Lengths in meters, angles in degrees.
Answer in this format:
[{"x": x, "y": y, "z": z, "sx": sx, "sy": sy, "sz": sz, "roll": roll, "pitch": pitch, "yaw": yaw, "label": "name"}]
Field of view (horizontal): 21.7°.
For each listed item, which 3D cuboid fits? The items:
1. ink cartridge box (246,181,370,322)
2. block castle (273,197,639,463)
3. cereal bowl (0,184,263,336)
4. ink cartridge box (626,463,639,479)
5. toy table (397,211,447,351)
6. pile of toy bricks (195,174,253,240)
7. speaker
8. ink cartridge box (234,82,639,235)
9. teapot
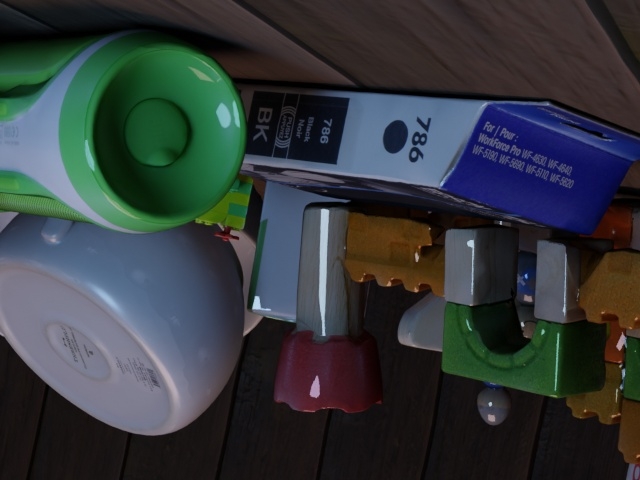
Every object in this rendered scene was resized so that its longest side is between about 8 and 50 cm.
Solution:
[{"x": 0.000, "y": 0.000, "z": 1.556, "sx": 0.092, "sy": 0.160, "sz": 0.219, "roll": 9, "pitch": 177, "yaw": 5, "label": "ink cartridge box"}, {"x": 0.215, "y": 0.089, "z": 1.237, "sx": 0.453, "sy": 0.213, "sz": 0.303, "roll": 9, "pitch": -169, "yaw": 43, "label": "block castle"}, {"x": -0.208, "y": -0.016, "z": 1.679, "sx": 0.338, "sy": 0.141, "sz": 0.339, "roll": 1, "pitch": 146, "yaw": 1, "label": "cereal bowl"}, {"x": 0.429, "y": 0.148, "z": 1.491, "sx": 0.166, "sy": 0.286, "sz": 0.395, "roll": 13, "pitch": 177, "yaw": -8, "label": "ink cartridge box"}, {"x": 0.196, "y": 0.042, "z": 1.652, "sx": 0.274, "sy": 0.161, "sz": 0.252, "roll": 11, "pitch": 178, "yaw": -17, "label": "toy table"}, {"x": -0.076, "y": -0.053, "z": 1.331, "sx": 0.212, "sy": 0.105, "sz": 0.118, "roll": 12, "pitch": 177, "yaw": -19, "label": "pile of toy bricks"}, {"x": -0.167, "y": -0.073, "z": 1.089, "sx": 0.131, "sy": 0.131, "sz": 0.296, "roll": 13, "pitch": 177, "yaw": -33, "label": "speaker"}, {"x": 0.065, "y": -0.057, "z": 1.130, "sx": 0.165, "sy": 0.065, "sz": 0.332, "roll": 15, "pitch": 175, "yaw": -44, "label": "ink cartridge box"}, {"x": -0.159, "y": 0.030, "z": 1.470, "sx": 0.252, "sy": 0.187, "sz": 0.256, "roll": 43, "pitch": 149, "yaw": -7, "label": "teapot"}]
